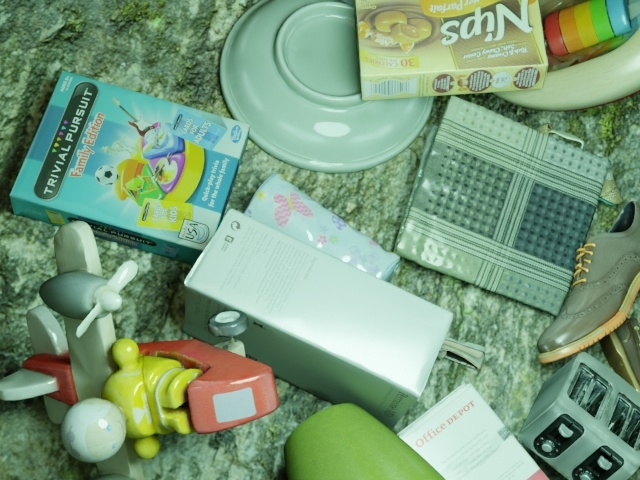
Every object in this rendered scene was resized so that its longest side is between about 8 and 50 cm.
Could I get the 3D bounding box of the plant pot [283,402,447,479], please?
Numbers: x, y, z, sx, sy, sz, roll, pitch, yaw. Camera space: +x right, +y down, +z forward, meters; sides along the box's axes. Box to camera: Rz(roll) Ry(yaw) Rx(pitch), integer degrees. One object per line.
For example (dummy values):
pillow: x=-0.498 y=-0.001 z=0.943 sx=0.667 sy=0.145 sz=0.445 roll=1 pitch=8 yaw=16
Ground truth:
plant pot: x=0.070 y=0.392 z=1.574 sx=0.275 sy=0.274 sz=0.293 roll=-22 pitch=56 yaw=-17

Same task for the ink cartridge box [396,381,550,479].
ink cartridge box: x=0.232 y=0.357 z=1.688 sx=0.159 sy=0.092 sz=0.218 roll=-33 pitch=77 yaw=-21

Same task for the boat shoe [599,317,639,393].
boat shoe: x=0.533 y=0.225 z=1.803 sx=0.073 sy=0.073 sz=0.206 roll=-9 pitch=68 yaw=-11

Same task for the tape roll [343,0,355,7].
tape roll: x=0.102 y=-0.501 z=2.008 sx=0.219 sy=0.072 sz=0.219 roll=15 pitch=36 yaw=-12

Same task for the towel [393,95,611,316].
towel: x=0.312 y=-0.062 z=1.870 sx=0.324 sy=0.056 sz=0.312 roll=22 pitch=79 yaw=-6

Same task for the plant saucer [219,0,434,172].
plant saucer: x=0.020 y=-0.318 z=1.950 sx=0.401 sy=0.100 sz=0.400 roll=3 pitch=66 yaw=-8

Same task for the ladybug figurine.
ladybug figurine: x=0.498 y=-0.368 z=1.923 sx=0.450 sy=0.162 sz=0.305 roll=-12 pitch=65 yaw=33

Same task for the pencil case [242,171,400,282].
pencil case: x=0.000 y=0.000 z=1.799 sx=0.273 sy=0.113 sz=0.124 roll=34 pitch=55 yaw=6

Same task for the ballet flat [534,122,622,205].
ballet flat: x=0.470 y=-0.143 z=1.952 sx=0.206 sy=0.067 sz=0.073 roll=34 pitch=31 yaw=5

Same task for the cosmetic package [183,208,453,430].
cosmetic package: x=-0.010 y=0.129 z=1.686 sx=0.385 sy=0.217 sz=0.156 roll=26 pitch=65 yaw=5

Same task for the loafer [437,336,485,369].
loafer: x=0.212 y=0.183 z=1.790 sx=0.125 sy=0.045 sz=0.039 roll=13 pitch=72 yaw=-6

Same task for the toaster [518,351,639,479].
toaster: x=0.425 y=0.287 z=1.698 sx=0.168 sy=0.110 sz=0.185 roll=40 pitch=41 yaw=3

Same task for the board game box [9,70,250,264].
board game box: x=-0.315 y=-0.121 z=1.821 sx=0.336 sy=0.079 sz=0.253 roll=16 pitch=65 yaw=-2

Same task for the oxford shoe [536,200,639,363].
oxford shoe: x=0.460 y=0.070 z=1.819 sx=0.364 sy=0.130 sz=0.132 roll=-40 pitch=96 yaw=-32

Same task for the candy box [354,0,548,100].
candy box: x=0.221 y=-0.348 z=1.862 sx=0.317 sy=0.087 sz=0.182 roll=-3 pitch=67 yaw=1

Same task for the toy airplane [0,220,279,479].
toy airplane: x=-0.300 y=0.214 z=1.516 sx=0.386 sy=0.384 sz=0.272 roll=41 pitch=26 yaw=-2
